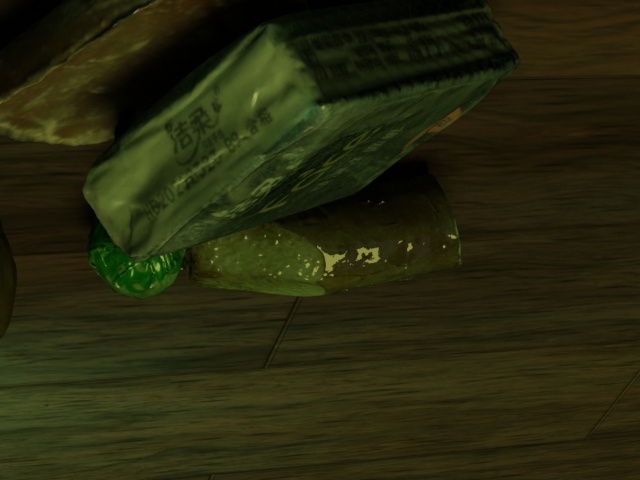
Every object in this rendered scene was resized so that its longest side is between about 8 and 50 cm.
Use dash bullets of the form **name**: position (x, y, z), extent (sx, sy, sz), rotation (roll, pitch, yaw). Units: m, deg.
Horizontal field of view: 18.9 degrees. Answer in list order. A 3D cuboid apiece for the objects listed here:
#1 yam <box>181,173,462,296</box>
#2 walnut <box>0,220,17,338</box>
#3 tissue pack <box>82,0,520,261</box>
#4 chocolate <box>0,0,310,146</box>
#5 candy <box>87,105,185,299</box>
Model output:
- **yam**: position (0.000, 0.000, 1.791), extent (0.259, 0.106, 0.106), rotation (-11, 149, -11)
- **walnut**: position (-0.379, 0.001, 1.445), extent (0.253, 0.277, 0.282), rotation (-28, 145, -2)
- **tissue pack**: position (-0.009, -0.097, 1.520), extent (0.228, 0.103, 0.316), rotation (-38, 169, 33)
- **chocolate**: position (-0.146, -0.164, 1.469), extent (0.254, 0.080, 0.157), rotation (-30, 159, 31)
- **candy**: position (-0.158, -0.036, 1.617), extent (0.097, 0.097, 0.323), rotation (-11, 159, -8)
